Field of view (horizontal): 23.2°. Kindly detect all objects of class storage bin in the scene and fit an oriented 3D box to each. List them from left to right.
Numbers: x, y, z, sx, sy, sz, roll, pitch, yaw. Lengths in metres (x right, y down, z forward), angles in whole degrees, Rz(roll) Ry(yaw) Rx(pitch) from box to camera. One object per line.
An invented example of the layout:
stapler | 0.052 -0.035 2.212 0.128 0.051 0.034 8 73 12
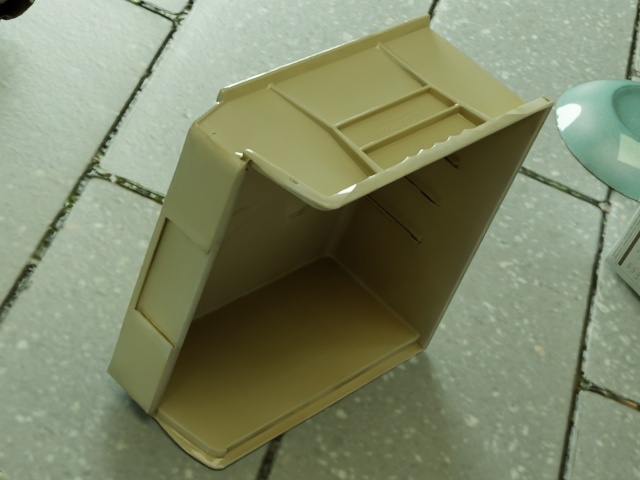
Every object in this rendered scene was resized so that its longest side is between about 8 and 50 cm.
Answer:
storage bin | 0.000 0.000 1.117 0.123 0.262 0.260 43 44 21

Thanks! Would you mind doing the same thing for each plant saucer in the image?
plant saucer | 0.334 -0.110 1.574 0.194 0.037 0.195 14 42 -13

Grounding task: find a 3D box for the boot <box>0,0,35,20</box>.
boot | -0.377 -0.236 1.313 0.206 0.090 0.248 33 37 13

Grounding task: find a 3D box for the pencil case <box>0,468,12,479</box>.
pencil case | -0.349 0.069 0.950 0.183 0.160 0.410 -32 64 -29

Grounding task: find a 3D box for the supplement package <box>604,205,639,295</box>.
supplement package | 0.428 -0.033 1.409 0.261 0.204 0.145 -18 57 -39
